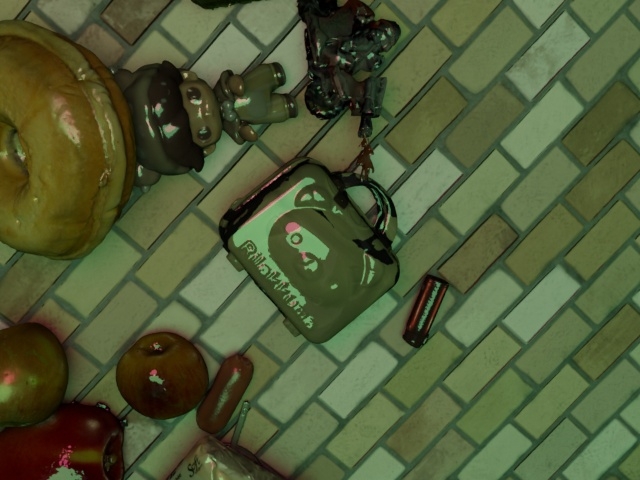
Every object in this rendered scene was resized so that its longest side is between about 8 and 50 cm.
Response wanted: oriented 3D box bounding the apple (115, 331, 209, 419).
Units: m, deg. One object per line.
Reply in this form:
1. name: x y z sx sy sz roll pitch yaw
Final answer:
1. apple: -0.340 0.299 1.631 0.195 0.160 0.173 -2 124 0

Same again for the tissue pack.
1. tissue pack: -0.228 0.650 1.680 0.390 0.195 0.375 40 102 -15

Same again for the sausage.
1. sausage: -0.213 0.344 1.686 0.077 0.077 0.194 28 96 -12

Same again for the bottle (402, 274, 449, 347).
1. bottle: 0.236 0.162 1.709 0.060 0.060 0.164 20 100 -11

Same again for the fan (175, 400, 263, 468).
1. fan: -0.198 0.540 1.760 0.294 0.012 0.223 -44 104 5

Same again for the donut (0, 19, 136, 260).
1. donut: -0.521 -0.176 1.399 0.449 0.198 0.449 12 115 28

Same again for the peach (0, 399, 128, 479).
1. peach: -0.593 0.498 1.607 0.361 0.201 0.258 -7 104 -5

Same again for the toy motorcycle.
1. toy motorcycle: 0.065 -0.323 1.515 0.207 0.134 0.401 -3 77 -5

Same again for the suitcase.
1. suitcase: 0.000 0.000 1.576 0.339 0.194 0.351 -39 104 0

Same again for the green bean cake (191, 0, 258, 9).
1. green bean cake: -0.160 -0.518 1.442 0.214 0.200 0.113 -10 94 -1

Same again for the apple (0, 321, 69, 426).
1. apple: -0.635 0.274 1.550 0.237 0.237 0.208 -5 70 -6

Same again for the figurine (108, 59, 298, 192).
1. figurine: -0.241 -0.256 1.502 0.380 0.203 0.248 -18 111 -15
